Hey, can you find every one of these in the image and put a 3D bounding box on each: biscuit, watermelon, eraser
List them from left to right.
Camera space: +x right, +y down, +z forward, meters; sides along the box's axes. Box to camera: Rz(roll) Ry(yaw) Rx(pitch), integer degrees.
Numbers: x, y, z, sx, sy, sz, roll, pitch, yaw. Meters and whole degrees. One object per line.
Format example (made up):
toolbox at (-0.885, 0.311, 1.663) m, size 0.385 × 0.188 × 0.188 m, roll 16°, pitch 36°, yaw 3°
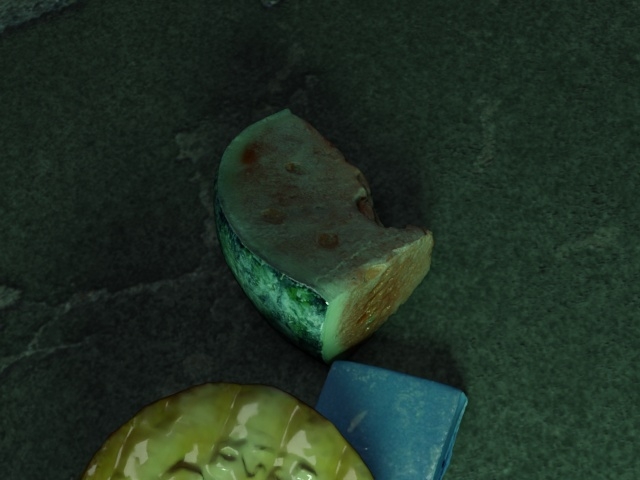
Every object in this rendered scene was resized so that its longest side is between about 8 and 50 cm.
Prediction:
biscuit at (-0.081, 0.274, 1.190) m, size 0.297 × 0.102 × 0.296 m, roll 5°, pitch 64°, yaw -10°
watermelon at (0.000, 0.000, 1.435) m, size 0.226 × 0.148 × 0.318 m, roll -3°, pitch 42°, yaw -7°
eraser at (0.027, 0.266, 1.286) m, size 0.144 × 0.042 × 0.311 m, roll 13°, pitch 63°, yaw 21°

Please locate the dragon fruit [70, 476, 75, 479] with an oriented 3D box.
dragon fruit at (-0.172, 0.275, 1.306) m, size 0.147 × 0.096 × 0.102 m, roll -8°, pitch 47°, yaw -44°
